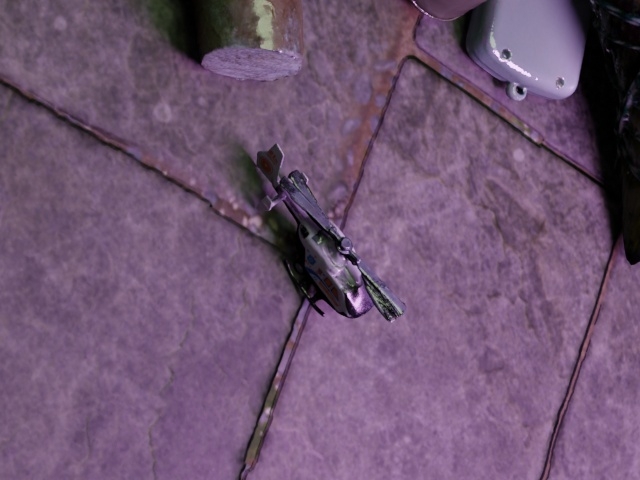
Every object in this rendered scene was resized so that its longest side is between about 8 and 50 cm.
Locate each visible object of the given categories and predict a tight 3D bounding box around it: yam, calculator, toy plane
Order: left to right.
[{"bbox_3d":[-0.068,-0.278,1.613,0.106,0.106,0.259,1,83,-35],"label":"yam"},{"bbox_3d":[-0.001,0.000,1.641,0.053,0.078,0.197,-34,89,-31],"label":"toy plane"},{"bbox_3d":[0.223,-0.257,1.848,0.141,0.045,0.246,22,72,-31],"label":"calculator"}]

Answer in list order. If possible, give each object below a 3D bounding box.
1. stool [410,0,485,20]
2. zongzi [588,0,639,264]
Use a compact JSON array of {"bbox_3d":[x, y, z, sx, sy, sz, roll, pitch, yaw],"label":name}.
[{"bbox_3d":[0.137,-0.271,1.750,0.096,0.110,0.096,8,75,-33],"label":"stool"},{"bbox_3d":[0.354,-0.233,1.832,0.362,0.383,0.319,29,54,8],"label":"zongzi"}]
